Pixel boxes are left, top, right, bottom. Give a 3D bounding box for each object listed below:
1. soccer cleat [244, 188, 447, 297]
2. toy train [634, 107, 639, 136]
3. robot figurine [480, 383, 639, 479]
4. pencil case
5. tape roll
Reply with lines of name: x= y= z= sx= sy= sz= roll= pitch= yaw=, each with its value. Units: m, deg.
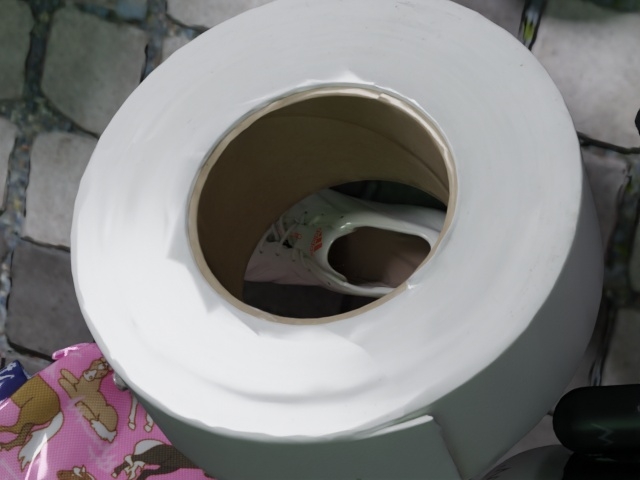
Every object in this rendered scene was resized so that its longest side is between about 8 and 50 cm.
soccer cleat: x=0.000 y=0.000 z=1.145 sx=0.196 sy=0.076 sz=0.068 roll=5 pitch=103 yaw=25
toy train: x=0.224 y=-0.010 z=1.059 sx=0.027 sy=0.036 sz=0.158 roll=-34 pitch=86 yaw=27
robot figurine: x=0.201 y=0.198 z=1.034 sx=0.278 sy=0.173 sz=0.209 roll=-1 pitch=68 yaw=25
pencil case: x=-0.064 y=0.228 z=1.180 sx=0.386 sy=0.160 sz=0.167 roll=40 pitch=135 yaw=13
tape roll: x=0.011 y=0.003 z=1.039 sx=0.286 sy=0.100 sz=0.286 roll=-7 pitch=59 yaw=11
